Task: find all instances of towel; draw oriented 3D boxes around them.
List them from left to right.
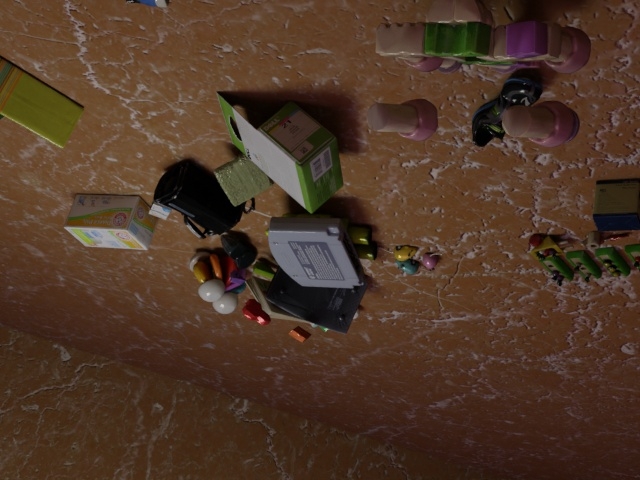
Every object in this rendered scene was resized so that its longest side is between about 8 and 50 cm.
[{"bbox_3d":[-0.621,-0.294,1.771,0.237,0.102,0.021,31,173,-33],"label":"towel"},{"bbox_3d":[-0.171,-0.138,1.880,0.110,0.027,0.148,-30,148,0],"label":"towel"}]

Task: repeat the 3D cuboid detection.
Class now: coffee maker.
[{"bbox_3d":[-0.275,-0.105,1.985,0.171,0.120,0.178,-36,131,27],"label":"coffee maker"}]

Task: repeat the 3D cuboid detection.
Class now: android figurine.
[{"bbox_3d":[0.000,0.000,2.105,0.272,0.056,0.248,5,153,15],"label":"android figurine"}]

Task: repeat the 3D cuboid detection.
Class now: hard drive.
[{"bbox_3d":[-0.012,0.131,2.256,0.254,0.172,0.054,26,175,-22],"label":"hard drive"}]

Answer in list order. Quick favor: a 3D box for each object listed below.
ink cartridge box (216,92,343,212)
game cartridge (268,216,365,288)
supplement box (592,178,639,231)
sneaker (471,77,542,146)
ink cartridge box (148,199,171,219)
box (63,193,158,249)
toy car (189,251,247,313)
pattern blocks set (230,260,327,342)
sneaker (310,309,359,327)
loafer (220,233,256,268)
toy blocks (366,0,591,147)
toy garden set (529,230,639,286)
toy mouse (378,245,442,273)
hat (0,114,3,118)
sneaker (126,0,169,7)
[{"bbox_3d":[-0.081,-0.201,1.706,0.255,0.097,0.189,42,164,23],"label":"ink cartridge box"},{"bbox_3d":[-0.015,0.030,2.049,0.196,0.060,0.294,-2,150,15],"label":"game cartridge"},{"bbox_3d":[0.575,-0.068,1.634,0.083,0.083,0.056,-2,151,29],"label":"supplement box"},{"bbox_3d":[0.321,-0.218,1.463,0.067,0.078,0.188,20,153,-14],"label":"sneaker"},{"bbox_3d":[-0.411,-0.081,2.175,0.048,0.028,0.083,21,154,-14],"label":"ink cartridge box"},{"bbox_3d":[-0.547,-0.049,2.224,0.203,0.103,0.114,3,153,22],"label":"box"},{"bbox_3d":[-0.275,0.103,2.384,0.136,0.159,0.182,-31,142,6],"label":"toy car"},{"bbox_3d":[-0.112,0.164,2.279,0.324,0.285,0.026,25,115,-38],"label":"pattern blocks set"},{"bbox_3d":[0.007,0.216,2.494,0.212,0.094,0.080,13,153,1],"label":"sneaker"},{"bbox_3d":[-0.221,0.027,2.285,0.061,0.062,0.170,47,173,23],"label":"loafer"},{"bbox_3d":[0.256,-0.295,1.241,0.288,0.309,0.260,9,-170,38],"label":"toy blocks"},{"bbox_3d":[0.601,0.044,1.890,0.244,0.049,0.204,-9,147,39],"label":"toy garden set"},{"bbox_3d":[0.243,0.059,2.124,0.161,0.031,0.143,-3,150,32],"label":"toy mouse"},{"bbox_3d":[-0.702,-0.315,1.854,0.173,0.183,0.209,-22,96,41],"label":"hat"},{"bbox_3d":[-0.297,-0.433,1.362,0.084,0.058,0.152,4,160,2],"label":"sneaker"}]
